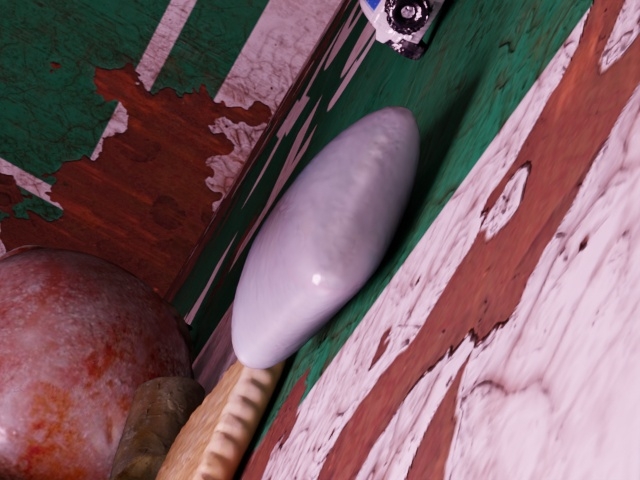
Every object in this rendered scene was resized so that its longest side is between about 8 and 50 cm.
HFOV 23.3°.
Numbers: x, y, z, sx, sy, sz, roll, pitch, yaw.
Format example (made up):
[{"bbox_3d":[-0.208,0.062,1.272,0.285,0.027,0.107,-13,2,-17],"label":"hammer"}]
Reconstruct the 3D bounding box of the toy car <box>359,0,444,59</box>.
[{"bbox_3d":[0.076,-0.215,1.337,0.080,0.070,0.170,-58,6,21],"label":"toy car"}]

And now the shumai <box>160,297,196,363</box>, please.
[{"bbox_3d":[-0.202,0.156,1.762,0.120,0.201,0.201,24,84,43],"label":"shumai"}]

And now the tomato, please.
[{"bbox_3d":[-0.277,0.162,1.504,0.316,0.282,0.316,-54,5,6],"label":"tomato"}]

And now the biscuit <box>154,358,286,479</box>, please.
[{"bbox_3d":[-0.094,0.173,1.143,0.249,0.030,0.160,-52,11,55],"label":"biscuit"}]

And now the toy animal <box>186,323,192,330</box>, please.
[{"bbox_3d":[-0.201,0.153,2.006,0.210,0.121,0.117,-7,-97,-78],"label":"toy animal"}]

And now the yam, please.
[{"bbox_3d":[-0.139,0.174,1.342,0.069,0.070,0.146,-56,15,35],"label":"yam"}]

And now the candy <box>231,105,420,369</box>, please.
[{"bbox_3d":[0.000,0.000,0.972,0.138,0.071,0.174,-63,7,-27],"label":"candy"}]
